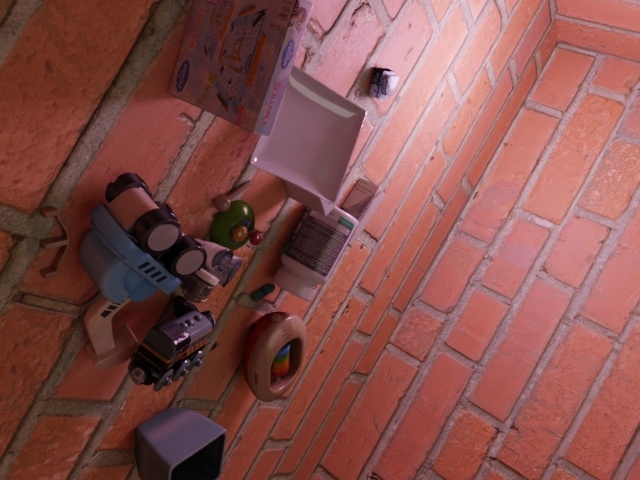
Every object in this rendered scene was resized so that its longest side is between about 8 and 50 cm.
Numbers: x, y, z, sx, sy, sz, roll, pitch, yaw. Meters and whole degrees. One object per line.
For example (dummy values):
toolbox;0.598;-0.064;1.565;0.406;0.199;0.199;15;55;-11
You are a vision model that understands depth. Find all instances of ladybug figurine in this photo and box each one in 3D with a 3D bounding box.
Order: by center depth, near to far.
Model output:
ladybug figurine;-0.195;0.452;2.315;0.305;0.162;0.449;-30;138;-42

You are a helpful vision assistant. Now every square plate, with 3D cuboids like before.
square plate;-0.037;-0.337;1.852;0.347;0.049;0.344;23;84;-33

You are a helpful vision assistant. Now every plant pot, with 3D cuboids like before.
plant pot;-0.506;0.728;1.975;0.247;0.252;0.248;-24;133;-48

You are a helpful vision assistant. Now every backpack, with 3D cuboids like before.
backpack;0.241;-0.592;2.188;0.105;0.084;0.114;-15;130;-49

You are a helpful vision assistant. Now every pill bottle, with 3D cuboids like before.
pill bottle;-0.024;0.037;2.187;0.361;0.204;0.204;-61;150;-1

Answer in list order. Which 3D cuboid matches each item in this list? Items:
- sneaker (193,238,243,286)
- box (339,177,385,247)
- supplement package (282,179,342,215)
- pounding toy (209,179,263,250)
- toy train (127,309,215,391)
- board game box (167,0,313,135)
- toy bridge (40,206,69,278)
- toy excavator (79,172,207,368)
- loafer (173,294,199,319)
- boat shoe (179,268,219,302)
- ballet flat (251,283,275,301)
sneaker;-0.333;0.060;1.832;0.111;0.129;0.297;-55;168;-16
box;0.150;-0.117;2.422;0.275;0.113;0.094;-58;149;-8
supplement package;-0.028;-0.184;2.017;0.105;0.179;0.105;-50;149;-20
pounding toy;-0.254;-0.050;1.853;0.183;0.110;0.237;-32;139;-41
toy train;-0.425;0.312;1.694;0.190;0.142;0.334;-58;169;16
board game box;-0.204;-0.454;1.380;0.066;0.318;0.319;-1;116;-57
toy bridge;-0.641;0.006;1.386;0.063;0.026;0.188;-22;133;-50
toy excavator;-0.525;0.109;1.520;0.445;0.222;0.433;-41;148;-7
loafer;-0.434;0.260;1.869;0.078;0.076;0.223;-53;154;-30
boat shoe;-0.371;0.122;1.692;0.091;0.109;0.305;-59;-165;-8
ballet flat;-0.222;0.200;2.195;0.114;0.041;0.041;-29;137;-43
